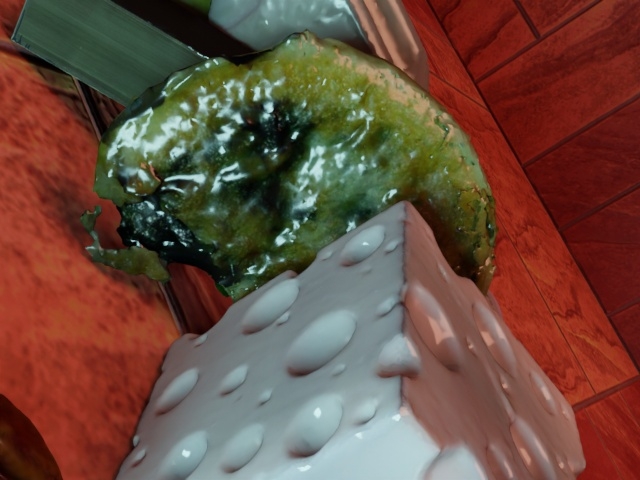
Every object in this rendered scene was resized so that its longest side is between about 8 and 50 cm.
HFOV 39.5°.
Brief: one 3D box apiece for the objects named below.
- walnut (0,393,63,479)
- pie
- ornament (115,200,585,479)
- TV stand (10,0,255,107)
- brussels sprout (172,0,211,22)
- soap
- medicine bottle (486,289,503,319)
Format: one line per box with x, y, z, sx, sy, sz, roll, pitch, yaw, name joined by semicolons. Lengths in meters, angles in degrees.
-0.192;0.108;0.402;0.207;0.115;0.116;45;25;-29;walnut
0.000;0.000;0.738;0.371;0.296;0.078;51;4;-24;pie
0.030;0.167;0.617;0.240;0.239;0.239;49;22;-20;ornament
-0.124;-0.150;0.789;0.269;0.083;0.088;31;24;-2;TV stand
-0.147;-0.231;0.916;0.151;0.149;0.122;30;48;-21;brussels sprout
-0.064;-0.222;0.894;0.302;0.257;0.159;64;30;-10;soap
0.093;0.088;0.974;0.254;0.152;0.152;18;44;-57;medicine bottle
